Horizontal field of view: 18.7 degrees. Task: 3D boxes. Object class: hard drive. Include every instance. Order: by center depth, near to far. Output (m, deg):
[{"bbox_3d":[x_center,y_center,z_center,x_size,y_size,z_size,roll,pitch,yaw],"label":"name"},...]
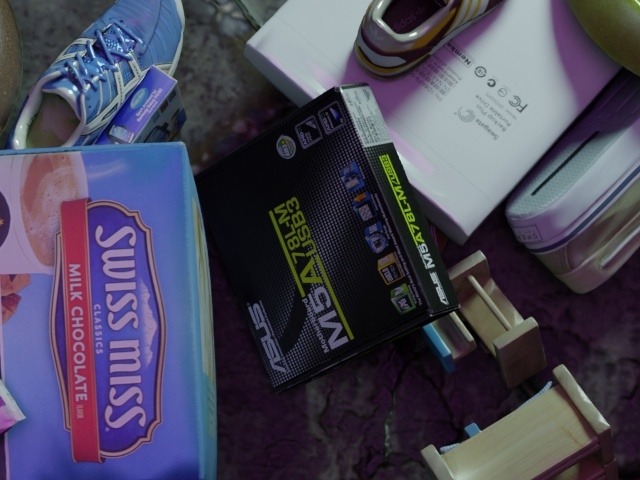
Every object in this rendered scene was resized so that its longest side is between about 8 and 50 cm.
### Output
[{"bbox_3d":[0.141,-0.198,1.570,0.233,0.047,0.353,41,74,6],"label":"hard drive"}]

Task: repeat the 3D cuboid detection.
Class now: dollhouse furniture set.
[{"bbox_3d":[0.128,0.135,1.517,0.129,0.129,0.184,-31,58,-6],"label":"dollhouse furniture set"}]

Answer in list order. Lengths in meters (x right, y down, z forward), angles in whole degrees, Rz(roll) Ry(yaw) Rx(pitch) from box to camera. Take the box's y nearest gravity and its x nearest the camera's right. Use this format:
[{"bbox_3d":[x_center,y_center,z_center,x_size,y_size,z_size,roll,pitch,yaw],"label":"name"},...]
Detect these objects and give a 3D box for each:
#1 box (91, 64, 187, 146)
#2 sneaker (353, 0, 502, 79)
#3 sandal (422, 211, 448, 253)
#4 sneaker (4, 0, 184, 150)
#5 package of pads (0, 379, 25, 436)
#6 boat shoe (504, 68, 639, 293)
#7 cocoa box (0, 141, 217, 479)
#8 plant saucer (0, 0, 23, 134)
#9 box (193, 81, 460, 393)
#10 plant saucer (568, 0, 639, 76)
[{"bbox_3d":[-0.141,-0.086,1.523,0.028,0.136,0.081,35,82,4],"label":"box"},{"bbox_3d":[0.103,-0.200,1.498,0.069,0.084,0.185,42,74,6],"label":"sneaker"},{"bbox_3d":[0.052,-0.056,1.571,0.072,0.049,0.180,-22,71,-12],"label":"sandal"},{"bbox_3d":[-0.178,-0.123,1.557,0.080,0.081,0.211,32,80,5],"label":"sneaker"},{"bbox_3d":[-0.224,0.090,1.194,0.050,0.032,0.083,-34,87,-3],"label":"package of pads"},{"bbox_3d":[0.276,-0.083,1.565,0.302,0.109,0.094,-41,115,-9],"label":"boat shoe"},{"bbox_3d":[-0.192,0.072,1.388,0.227,0.347,0.232,-3,83,-2],"label":"cocoa box"},{"bbox_3d":[-0.389,-0.157,1.519,0.310,0.050,0.311,4,59,-7],"label":"plant saucer"},{"bbox_3d":[0.000,0.000,1.502,0.184,0.045,0.191,-28,80,40],"label":"box"},{"bbox_3d":[0.310,-0.223,1.528,0.241,0.037,0.241,1,63,-2],"label":"plant saucer"}]
